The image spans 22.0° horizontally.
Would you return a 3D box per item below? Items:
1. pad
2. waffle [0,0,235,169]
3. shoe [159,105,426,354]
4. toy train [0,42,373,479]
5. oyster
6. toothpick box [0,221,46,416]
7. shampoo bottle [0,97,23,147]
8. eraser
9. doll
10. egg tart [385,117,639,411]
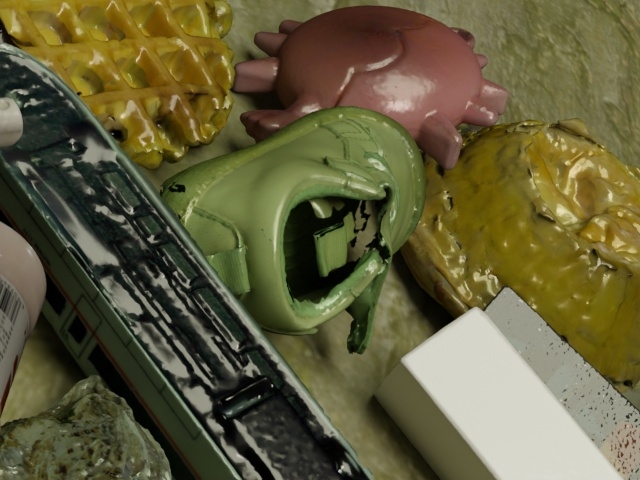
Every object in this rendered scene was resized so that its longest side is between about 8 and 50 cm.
[{"bbox_3d":[0.173,0.149,1.200,0.211,0.003,0.143,43,63,0],"label":"pad"},{"bbox_3d":[-0.189,-0.182,1.200,0.312,0.060,0.307,37,33,-10],"label":"waffle"},{"bbox_3d":[-0.006,-0.001,1.130,0.128,0.140,0.262,28,29,35],"label":"shoe"},{"bbox_3d":[-0.105,0.054,1.001,0.086,0.088,0.407,-25,71,-41],"label":"toy train"},{"bbox_3d":[-0.144,0.145,0.897,0.125,0.064,0.177,35,43,14],"label":"oyster"},{"bbox_3d":[-0.210,0.064,0.876,0.098,0.098,0.149,31,35,-18],"label":"toothpick box"},{"bbox_3d":[-0.296,-0.046,0.874,0.303,0.092,0.092,-11,61,-40],"label":"shampoo bottle"},{"bbox_3d":[0.164,0.189,1.119,0.078,0.076,0.298,-34,77,-25],"label":"eraser"},{"bbox_3d":[0.039,-0.127,1.311,0.211,0.093,0.262,26,39,22],"label":"doll"},{"bbox_3d":[0.197,0.000,1.343,0.315,0.120,0.315,26,37,-22],"label":"egg tart"}]
